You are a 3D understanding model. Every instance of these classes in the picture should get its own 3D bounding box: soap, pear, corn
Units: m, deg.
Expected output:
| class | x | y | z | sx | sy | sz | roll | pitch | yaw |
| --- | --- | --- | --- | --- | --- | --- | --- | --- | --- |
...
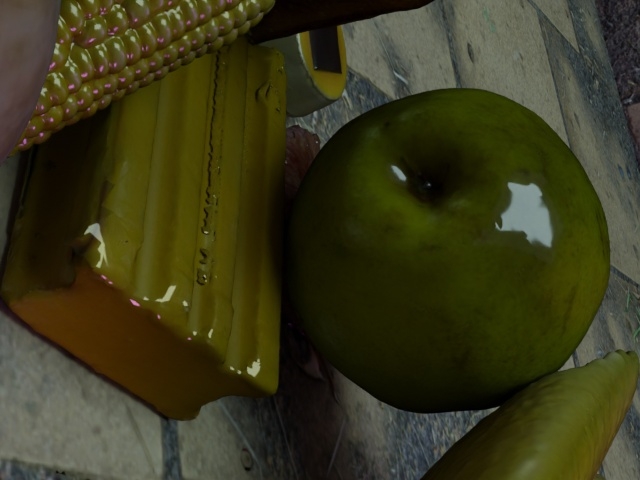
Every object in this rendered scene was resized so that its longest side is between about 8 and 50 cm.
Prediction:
| class | x | y | z | sx | sy | sz | roll | pitch | yaw |
| --- | --- | --- | --- | --- | --- | --- | --- | --- | --- |
| soap | 0.096 | 0.238 | 0.891 | 0.115 | 0.306 | 0.427 | 40 | 31 | 9 |
| pear | 0.100 | 0.018 | 0.963 | 0.307 | 0.252 | 0.253 | 71 | 14 | -56 |
| soap | -0.114 | -0.056 | 0.881 | 0.204 | 0.096 | 0.325 | 45 | 35 | -42 |
| corn | -0.145 | -0.139 | 0.729 | 0.347 | 0.130 | 0.130 | -38 | 110 | -29 |

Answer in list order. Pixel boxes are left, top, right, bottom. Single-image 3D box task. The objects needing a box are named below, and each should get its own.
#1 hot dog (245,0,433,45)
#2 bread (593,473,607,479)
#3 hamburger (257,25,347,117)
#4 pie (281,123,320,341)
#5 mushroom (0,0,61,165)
| class | x | y | z | sx | sy | sz | roll | pitch | yaw |
| --- | --- | --- | --- | --- | --- | --- | --- | --- | --- |
| hot dog | -0.015 | -0.243 | 0.945 | 0.158 | 0.348 | 0.117 | 41 | 70 | -25 |
| bread | 0.265 | 0.367 | 1.286 | 0.244 | 0.134 | 0.245 | 45 | 36 | -47 |
| hamburger | -0.031 | -0.187 | 1.155 | 0.126 | 0.081 | 0.141 | -46 | 126 | -60 |
| pie | 0.000 | 0.000 | 1.116 | 0.219 | 0.054 | 0.204 | 55 | 29 | -32 |
| mushroom | -0.269 | -0.123 | 0.506 | 0.290 | 0.297 | 0.297 | 42 | 6 | 38 |
